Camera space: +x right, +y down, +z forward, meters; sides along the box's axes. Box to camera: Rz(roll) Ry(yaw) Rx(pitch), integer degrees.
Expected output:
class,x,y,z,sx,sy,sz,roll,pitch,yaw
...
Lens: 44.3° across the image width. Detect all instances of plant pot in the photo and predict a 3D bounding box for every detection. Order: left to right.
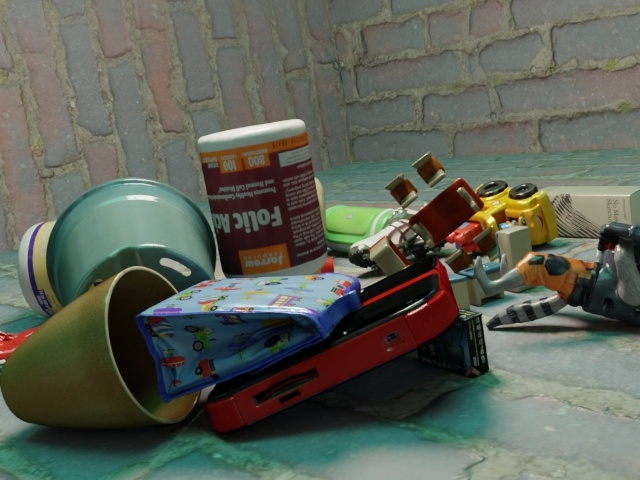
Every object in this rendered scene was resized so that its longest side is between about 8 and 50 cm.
class,x,y,z,sx,sy,sz,roll,pitch,yaw
plant pot,-0.347,0.191,1.196,0.254,0.237,0.237,-20,7,20
plant pot,-0.337,0.084,1.457,0.341,0.341,0.334,-12,19,-13

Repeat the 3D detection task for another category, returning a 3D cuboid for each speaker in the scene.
class,x,y,z,sx,sy,sz,roll,pitch,yaw
speaker,0.111,-0.026,2.072,0.131,0.131,0.296,-17,13,-32

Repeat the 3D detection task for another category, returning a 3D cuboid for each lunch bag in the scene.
class,x,y,z,sx,sy,sz,roll,pitch,yaw
lunch bag,-0.079,0.112,1.157,0.293,0.138,0.221,-15,5,20

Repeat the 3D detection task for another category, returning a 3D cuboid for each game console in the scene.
class,x,y,z,sx,sy,sz,roll,pitch,yaw
game console,0.022,0.149,1.199,0.386,0.060,0.342,-26,4,9

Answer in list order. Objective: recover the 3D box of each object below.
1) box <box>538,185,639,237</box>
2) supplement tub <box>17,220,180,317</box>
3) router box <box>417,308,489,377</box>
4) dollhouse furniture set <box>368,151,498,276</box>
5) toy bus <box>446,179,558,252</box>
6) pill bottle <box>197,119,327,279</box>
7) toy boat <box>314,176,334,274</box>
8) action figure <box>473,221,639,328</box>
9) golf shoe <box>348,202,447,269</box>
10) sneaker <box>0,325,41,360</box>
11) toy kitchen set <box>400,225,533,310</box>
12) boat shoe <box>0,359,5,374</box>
class,x,y,z,sx,sy,sz,roll,pitch,yaw
box,0.639,-0.068,1.875,0.094,0.113,0.275,-19,13,-37
supplement tub,-0.534,0.054,1.919,0.331,0.241,0.241,-8,11,8
router box,0.195,0.149,1.193,0.038,0.092,0.122,-17,13,-33
dollhouse furniture set,0.229,-0.025,1.696,0.259,0.262,0.135,-39,2,14
toy bus,0.411,-0.033,1.851,0.211,0.150,0.220,-31,23,-27
pill bottle,-0.108,-0.036,1.607,0.224,0.392,0.224,-10,11,2
toy boat,-0.056,-0.018,1.979,0.148,0.268,0.318,-4,42,-4
action figure,0.455,0.080,1.313,0.330,0.179,0.341,3,-12,26
golf shoe,0.176,-0.009,1.888,0.272,0.120,0.105,-12,-22,-26
sneaker,-0.663,0.209,1.557,0.279,0.118,0.107,-17,14,-33
toy kitchen set,0.286,0.048,1.550,0.207,0.122,0.166,-15,12,-27
boat shoe,-0.580,0.246,1.511,0.125,0.038,0.046,-9,-32,-28
